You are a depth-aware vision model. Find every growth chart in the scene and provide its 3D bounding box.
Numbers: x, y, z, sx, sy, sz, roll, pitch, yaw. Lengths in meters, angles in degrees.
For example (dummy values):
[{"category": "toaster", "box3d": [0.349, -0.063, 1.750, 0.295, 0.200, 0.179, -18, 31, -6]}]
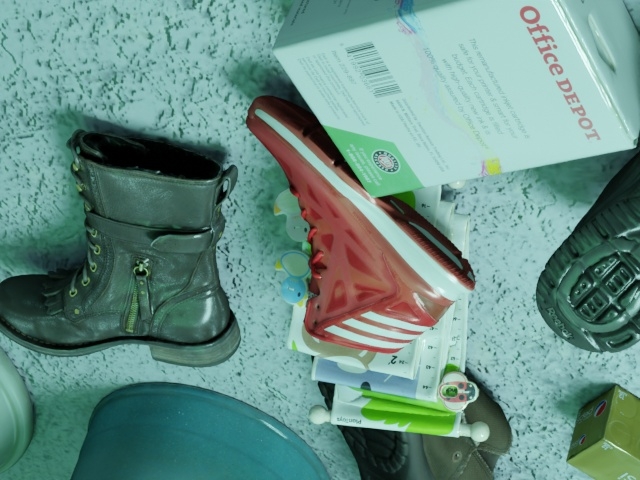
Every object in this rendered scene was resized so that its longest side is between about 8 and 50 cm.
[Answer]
[{"category": "growth chart", "box3d": [0.045, 0.043, 1.286, 0.172, 0.021, 0.237, -2, 97, 17]}]

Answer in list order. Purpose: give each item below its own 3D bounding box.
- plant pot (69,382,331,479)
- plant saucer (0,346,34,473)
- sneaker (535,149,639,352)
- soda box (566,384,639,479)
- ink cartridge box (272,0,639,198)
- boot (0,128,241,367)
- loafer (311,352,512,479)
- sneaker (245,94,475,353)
[{"category": "plant pot", "box3d": [-0.150, 0.325, 1.608, 0.272, 0.255, 0.271, 12, 139, 11]}, {"category": "plant saucer", "box3d": [-0.506, 0.162, 1.708, 0.400, 0.100, 0.400, 13, 140, 11]}, {"category": "sneaker", "box3d": [0.261, -0.050, 1.117, 0.109, 0.130, 0.286, 44, 116, -4]}, {"category": "soda box", "box3d": [0.308, 0.204, 1.413, 0.181, 0.061, 0.058, 31, 141, -11]}, {"category": "ink cartridge box", "box3d": [0.101, -0.126, 1.108, 0.212, 0.093, 0.154, -9, 132, 34]}, {"category": "boot", "box3d": [-0.185, -0.003, 1.399, 0.263, 0.091, 0.229, 5, 133, 14]}, {"category": "loafer", "box3d": [0.094, 0.161, 1.439, 0.134, 0.130, 0.366, 32, 145, 46]}, {"category": "sneaker", "box3d": [0.000, 0.000, 1.236, 0.221, 0.087, 0.128, 44, 106, 7]}]
